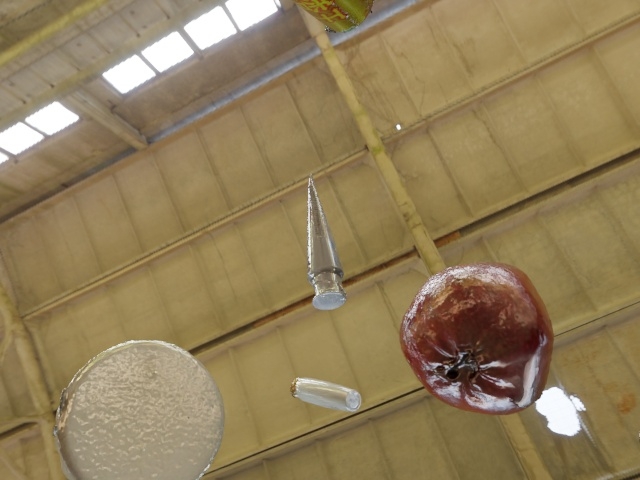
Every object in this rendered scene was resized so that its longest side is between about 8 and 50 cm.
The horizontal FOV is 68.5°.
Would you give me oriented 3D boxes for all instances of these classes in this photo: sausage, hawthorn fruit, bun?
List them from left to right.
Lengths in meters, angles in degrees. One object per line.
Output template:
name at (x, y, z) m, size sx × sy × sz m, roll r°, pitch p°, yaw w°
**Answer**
bun at (-0.312, 0.311, 0.790) m, size 0.175 × 0.263 × 0.263 m, roll -40°, pitch -121°, yaw 44°
sausage at (-0.009, -0.452, 0.787) m, size 0.125 × 0.317 × 0.117 m, roll -17°, pitch -91°, yaw 26°
hawthorn fruit at (0.296, 0.157, 0.875) m, size 0.265 × 0.307 × 0.265 m, roll 15°, pitch -59°, yaw 28°

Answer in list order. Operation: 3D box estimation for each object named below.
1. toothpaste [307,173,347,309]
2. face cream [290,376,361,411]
toothpaste at (0.000, 0.000, 0.985) m, size 0.073 × 0.114 × 0.299 m, roll -11°, pitch -128°, yaw 4°
face cream at (0.007, 0.326, 1.000) m, size 0.182 × 0.072 × 0.051 m, roll -9°, pitch -131°, yaw 49°
